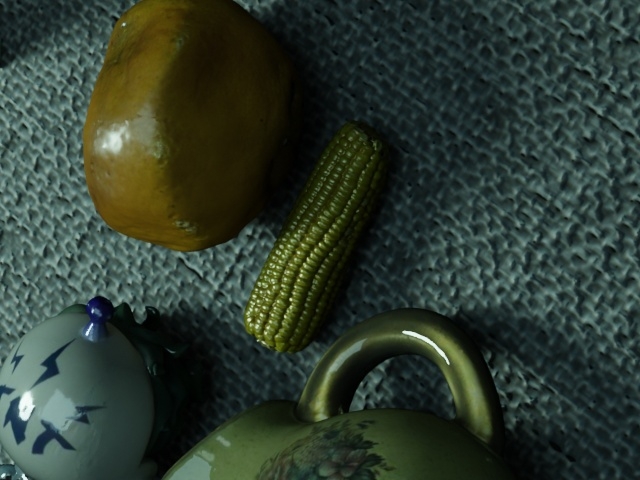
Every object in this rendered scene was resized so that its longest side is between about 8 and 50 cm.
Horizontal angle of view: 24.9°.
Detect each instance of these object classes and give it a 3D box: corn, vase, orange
[{"bbox_3d":[0.000,0.000,1.361,0.080,0.080,0.231,32,103,24],"label":"corn"},{"bbox_3d":[0.036,0.213,1.279,0.302,0.241,0.329,15,76,40],"label":"vase"},{"bbox_3d":[-0.113,-0.110,1.347,0.183,0.249,0.249,5,92,12],"label":"orange"}]

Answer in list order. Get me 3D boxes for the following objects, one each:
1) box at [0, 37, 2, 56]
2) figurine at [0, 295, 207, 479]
[{"bbox_3d":[-0.472,-0.212,1.526,0.162,0.229,0.042,5,92,27],"label":"box"},{"bbox_3d":[-0.262,0.230,1.442,0.261,0.186,0.382,32,99,14],"label":"figurine"}]
